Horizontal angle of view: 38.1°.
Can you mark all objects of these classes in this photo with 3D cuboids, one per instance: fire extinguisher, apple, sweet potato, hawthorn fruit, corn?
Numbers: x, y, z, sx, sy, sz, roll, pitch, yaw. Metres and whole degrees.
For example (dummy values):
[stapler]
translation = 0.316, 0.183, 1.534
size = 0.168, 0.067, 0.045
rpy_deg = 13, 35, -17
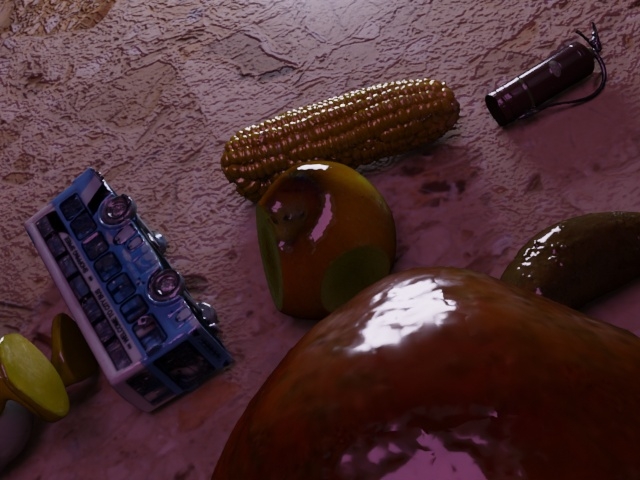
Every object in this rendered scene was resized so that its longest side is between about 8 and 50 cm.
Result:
[fire extinguisher]
translation = 0.274, -0.185, 1.083
size = 0.157, 0.045, 0.078
rpy_deg = -31, 82, -4
[apple]
translation = -0.003, -0.004, 0.993
size = 0.163, 0.147, 0.146
rpy_deg = -37, 53, -4
[sweet potato]
translation = 0.243, 0.048, 0.908
size = 0.310, 0.098, 0.124
rpy_deg = -41, 77, -12
[hawthorn fruit]
translation = 0.108, 0.196, 0.707
size = 0.402, 0.403, 0.403
rpy_deg = -9, 56, 13
[corn]
translation = 0.022, -0.121, 1.097
size = 0.291, 0.101, 0.101
rpy_deg = -15, 55, 4

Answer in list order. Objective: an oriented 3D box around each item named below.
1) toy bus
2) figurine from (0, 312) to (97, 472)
[toy bus]
translation = -0.224, 0.049, 1.062
size = 0.131, 0.106, 0.297
rpy_deg = -37, 53, -4
[figurine]
translation = -0.453, 0.155, 1.024
size = 0.338, 0.204, 0.283
rpy_deg = -35, 79, 9
